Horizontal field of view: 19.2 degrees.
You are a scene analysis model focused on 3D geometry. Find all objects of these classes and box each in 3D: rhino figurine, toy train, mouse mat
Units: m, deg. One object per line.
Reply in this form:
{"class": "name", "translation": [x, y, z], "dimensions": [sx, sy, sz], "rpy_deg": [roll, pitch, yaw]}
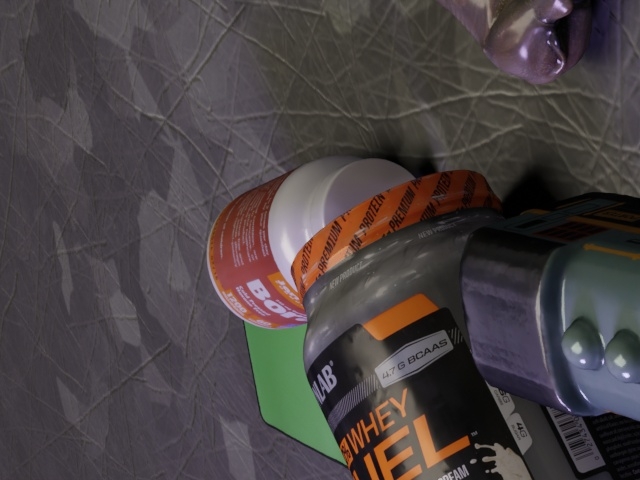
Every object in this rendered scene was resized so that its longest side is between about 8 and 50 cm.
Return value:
{"class": "rhino figurine", "translation": [0.098, -0.190, 1.223], "dimensions": [0.243, 0.073, 0.106], "rpy_deg": [50, 144, 42]}
{"class": "toy train", "translation": [0.220, 0.038, 0.979], "dimensions": [0.334, 0.190, 0.142], "rpy_deg": [17, 121, 61]}
{"class": "mouse mat", "translation": [-0.023, 0.121, 1.742], "dimensions": [0.189, 0.007, 0.153], "rpy_deg": [18, 121, 59]}

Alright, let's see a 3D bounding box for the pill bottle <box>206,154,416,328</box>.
{"class": "pill bottle", "translation": [0.000, 0.000, 1.482], "dimensions": [0.216, 0.121, 0.121], "rpy_deg": [-21, 86, 65]}

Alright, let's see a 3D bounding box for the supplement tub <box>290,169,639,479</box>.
{"class": "supplement tub", "translation": [0.111, 0.124, 1.251], "dimensions": [0.316, 0.193, 0.193], "rpy_deg": [64, 153, 19]}
